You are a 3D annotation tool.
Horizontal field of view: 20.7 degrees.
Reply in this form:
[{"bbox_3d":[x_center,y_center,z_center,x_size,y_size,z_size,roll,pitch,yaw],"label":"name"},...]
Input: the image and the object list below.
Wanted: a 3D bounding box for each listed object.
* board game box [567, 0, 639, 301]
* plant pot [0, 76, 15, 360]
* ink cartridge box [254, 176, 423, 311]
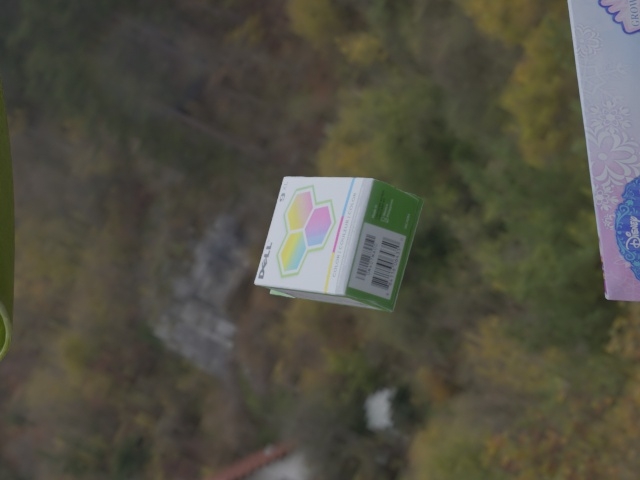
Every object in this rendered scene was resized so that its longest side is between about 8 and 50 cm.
[{"bbox_3d":[0.321,-0.083,1.071,0.319,0.318,0.066,73,-154,-43],"label":"board game box"},{"bbox_3d":[-0.358,-0.072,1.385,0.275,0.274,0.294,131,149,-53],"label":"plant pot"},{"bbox_3d":[0.000,0.000,1.636,0.209,0.062,0.109,5,78,57],"label":"ink cartridge box"}]
